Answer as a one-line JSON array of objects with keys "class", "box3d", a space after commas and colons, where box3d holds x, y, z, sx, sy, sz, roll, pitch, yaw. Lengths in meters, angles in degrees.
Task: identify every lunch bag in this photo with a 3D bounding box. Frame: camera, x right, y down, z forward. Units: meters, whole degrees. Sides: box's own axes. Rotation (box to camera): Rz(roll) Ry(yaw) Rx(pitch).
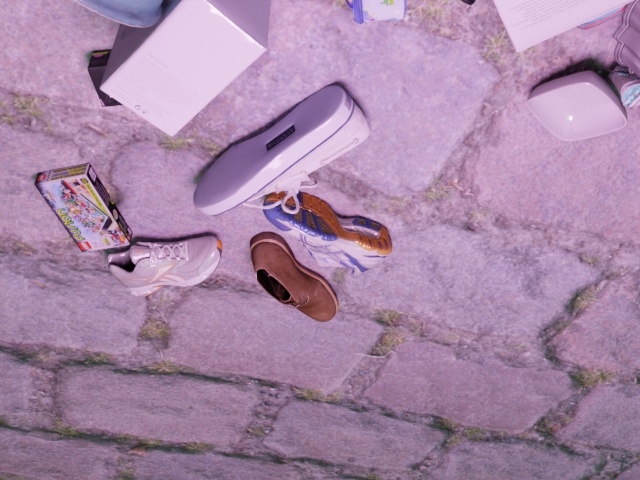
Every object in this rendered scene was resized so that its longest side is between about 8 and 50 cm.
[{"class": "lunch bag", "box3d": [0.074, -0.413, 1.072, 0.090, 0.219, 0.176, -4, 138, 5]}]

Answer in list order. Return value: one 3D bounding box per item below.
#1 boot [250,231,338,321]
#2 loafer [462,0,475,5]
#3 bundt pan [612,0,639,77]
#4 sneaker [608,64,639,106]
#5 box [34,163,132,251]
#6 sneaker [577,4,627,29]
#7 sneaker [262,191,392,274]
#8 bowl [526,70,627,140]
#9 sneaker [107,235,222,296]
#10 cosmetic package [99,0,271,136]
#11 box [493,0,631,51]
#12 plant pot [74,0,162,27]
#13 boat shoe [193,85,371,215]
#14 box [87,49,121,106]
[{"class": "boot", "box3d": [-0.059, 0.116, 1.731, 0.112, 0.115, 0.305, -24, 134, 21]}, {"class": "loafer", "box3d": [0.198, -0.429, 1.187, 0.061, 0.062, 0.170, 20, 160, 38]}, {"class": "bundt pan", "box3d": [0.616, -0.328, 1.154, 0.330, 0.124, 0.331, -19, 151, -11]}, {"class": "sneaker", "box3d": [0.562, -0.273, 1.346, 0.166, 0.076, 0.065, -1, 140, -38]}, {"class": "box", "box3d": [-0.478, -0.062, 1.588, 0.114, 0.036, 0.207, -10, 137, 10]}, {"class": "sneaker", "box3d": [0.517, -0.385, 1.193, 0.261, 0.104, 0.125, -27, 133, 26]}, {"class": "sneaker", "box3d": [0.000, 0.000, 1.605, 0.296, 0.112, 0.131, 23, 133, -22]}, {"class": "bowl", "box3d": [0.452, -0.240, 1.363, 0.142, 0.053, 0.142, 36, 152, -31]}, {"class": "sneaker", "box3d": [-0.335, 0.042, 1.648, 0.262, 0.099, 0.121, -20, 143, 19]}, {"class": "cosmetic package", "box3d": [-0.193, -0.320, 1.169, 0.138, 0.224, 0.224, 33, 129, -30]}, {"class": "box", "box3d": [0.332, -0.398, 1.118, 0.181, 0.181, 0.119, -22, 133, 22]}, {"class": "plant pot", "box3d": [-0.222, -0.495, 0.911, 0.341, 0.341, 0.334, 34, 116, -32]}, {"class": "boat shoe", "box3d": [-0.062, -0.134, 1.458, 0.367, 0.136, 0.156, -34, 132, 19]}, {"class": "box", "box3d": [-0.355, -0.280, 1.340, 0.062, 0.052, 0.083, -5, 139, 5]}]
